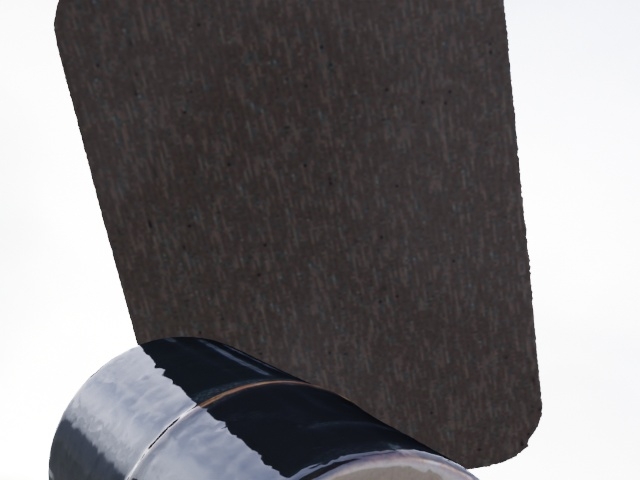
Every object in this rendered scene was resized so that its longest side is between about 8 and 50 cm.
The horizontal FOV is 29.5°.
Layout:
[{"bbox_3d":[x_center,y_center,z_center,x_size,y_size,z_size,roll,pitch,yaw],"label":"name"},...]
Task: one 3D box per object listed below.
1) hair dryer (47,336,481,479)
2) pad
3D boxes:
[{"bbox_3d":[0.047,0.185,0.457,0.352,0.107,0.189,51,-15,-23],"label":"hair dryer"},{"bbox_3d":[0.000,0.000,0.516,0.176,0.002,0.266,-9,-63,2],"label":"pad"}]
